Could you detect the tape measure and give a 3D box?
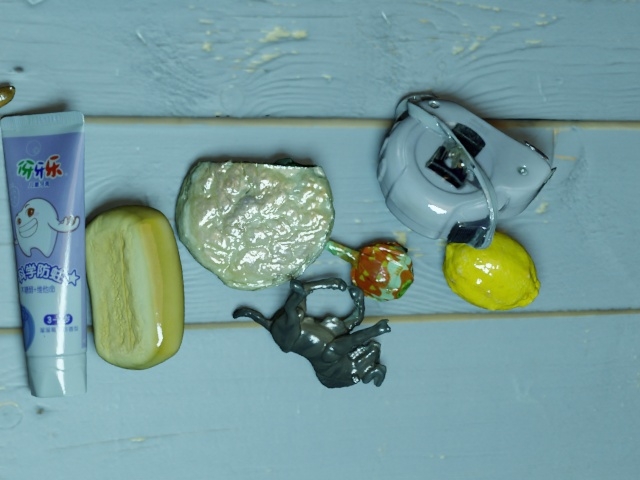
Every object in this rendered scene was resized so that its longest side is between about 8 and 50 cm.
[{"bbox_3d":[0.180,-0.092,2.028,0.236,0.120,0.197,35,60,7],"label":"tape measure"}]

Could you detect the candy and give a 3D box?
[{"bbox_3d":[0.001,-0.001,2.037,0.287,0.078,0.084,26,54,-6],"label":"candy"}]

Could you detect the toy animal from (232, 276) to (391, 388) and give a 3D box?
[{"bbox_3d":[0.000,0.129,2.016,0.232,0.084,0.148,24,113,-16],"label":"toy animal"}]

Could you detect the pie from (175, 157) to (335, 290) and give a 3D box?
[{"bbox_3d":[-0.090,-0.023,1.981,0.218,0.052,0.185,4,85,0],"label":"pie"}]

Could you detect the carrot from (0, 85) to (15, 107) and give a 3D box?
[{"bbox_3d":[-0.487,-0.165,1.891,0.191,0.047,0.047,-15,96,-17],"label":"carrot"}]

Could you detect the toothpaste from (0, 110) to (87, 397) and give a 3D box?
[{"bbox_3d":[-0.356,0.018,1.920,0.125,0.080,0.371,-2,91,20],"label":"toothpaste"}]

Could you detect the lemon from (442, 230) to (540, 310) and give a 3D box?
[{"bbox_3d":[0.244,0.043,2.075,0.155,0.114,0.114,26,85,-11],"label":"lemon"}]

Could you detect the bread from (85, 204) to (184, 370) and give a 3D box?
[{"bbox_3d":[-0.239,0.060,1.928,0.098,0.147,0.217,-8,94,-47],"label":"bread"}]
